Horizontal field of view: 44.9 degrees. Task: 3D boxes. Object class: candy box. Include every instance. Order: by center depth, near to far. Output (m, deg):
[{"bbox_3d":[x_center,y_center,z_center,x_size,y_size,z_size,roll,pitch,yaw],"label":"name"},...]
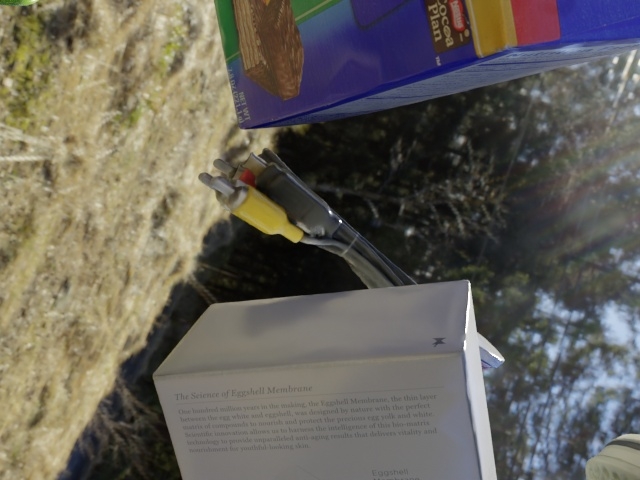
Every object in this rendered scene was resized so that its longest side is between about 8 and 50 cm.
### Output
[{"bbox_3d":[0.030,-0.213,0.441,0.317,0.122,0.268,2,-75,64],"label":"candy box"}]

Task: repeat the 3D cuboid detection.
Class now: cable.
[{"bbox_3d":[0.000,0.000,0.822,0.072,0.287,0.139,-46,-164,11],"label":"cable"}]

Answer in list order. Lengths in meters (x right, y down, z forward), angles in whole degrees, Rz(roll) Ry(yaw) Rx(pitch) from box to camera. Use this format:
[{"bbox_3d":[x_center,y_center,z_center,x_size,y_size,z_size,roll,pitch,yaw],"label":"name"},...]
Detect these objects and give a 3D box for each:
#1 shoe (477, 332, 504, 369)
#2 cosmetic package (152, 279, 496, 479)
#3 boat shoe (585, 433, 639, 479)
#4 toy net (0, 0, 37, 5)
[{"bbox_3d":[0.163,0.150,1.029,0.081,0.178,0.063,-53,-144,14],"label":"shoe"},{"bbox_3d":[0.019,0.164,0.612,0.138,0.224,0.224,-60,142,-67],"label":"cosmetic package"},{"bbox_3d":[0.284,0.171,0.357,0.500,0.156,0.187,96,-21,-85],"label":"boat shoe"},{"bbox_3d":[-0.323,-0.262,0.633,0.122,0.232,0.045,-15,137,-39],"label":"toy net"}]
